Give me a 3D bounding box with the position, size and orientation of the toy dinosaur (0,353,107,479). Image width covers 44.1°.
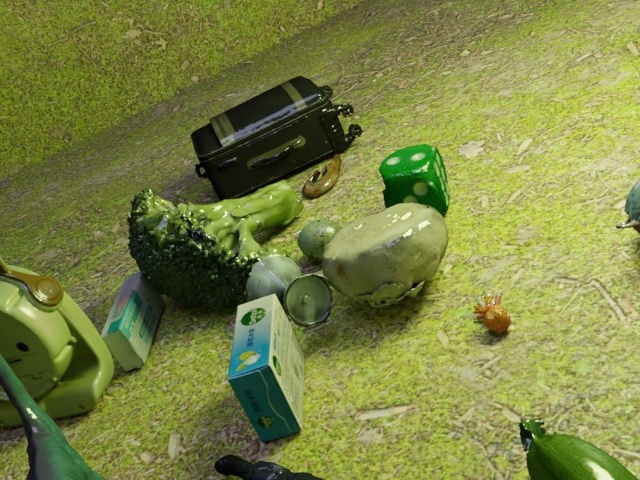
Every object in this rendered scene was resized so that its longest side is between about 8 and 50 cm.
[{"bbox_3d":[-0.390,0.318,1.086,0.129,0.330,0.383,-30,26,-7],"label":"toy dinosaur"}]

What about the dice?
[{"bbox_3d":[0.193,-0.112,1.605,0.120,0.128,0.131,-11,29,21],"label":"dice"}]

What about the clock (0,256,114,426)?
[{"bbox_3d":[-0.575,0.180,1.458,0.286,0.348,0.117,-14,29,20],"label":"clock"}]

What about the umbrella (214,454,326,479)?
[{"bbox_3d":[-0.063,0.333,1.087,0.248,0.071,0.071,11,43,46],"label":"umbrella"}]

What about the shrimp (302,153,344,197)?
[{"bbox_3d":[0.008,-0.155,1.938,0.095,0.045,0.162,-28,24,42],"label":"shrimp"}]

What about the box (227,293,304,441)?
[{"bbox_3d":[-0.082,0.199,1.259,0.073,0.139,0.194,-19,27,10],"label":"box"}]

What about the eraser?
[{"bbox_3d":[-0.378,0.160,1.608,0.052,0.095,0.225,-24,26,13],"label":"eraser"}]

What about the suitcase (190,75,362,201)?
[{"bbox_3d":[-0.134,-0.277,2.091,0.434,0.194,0.283,-27,27,-2],"label":"suitcase"}]

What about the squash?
[{"bbox_3d":[0.312,0.302,0.811,0.101,0.101,0.378,-27,26,-6],"label":"squash"}]

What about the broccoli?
[{"bbox_3d":[-0.235,-0.026,1.697,0.353,0.274,0.397,22,41,-6],"label":"broccoli"}]

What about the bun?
[{"bbox_3d":[0.121,0.031,1.395,0.239,0.141,0.239,-26,17,9],"label":"bun"}]

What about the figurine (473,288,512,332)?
[{"bbox_3d":[0.267,0.108,1.253,0.064,0.047,0.109,-50,17,13],"label":"figurine"}]

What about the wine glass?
[{"bbox_3d":[-0.051,0.091,1.415,0.122,0.122,0.183,-34,18,-18],"label":"wine glass"}]

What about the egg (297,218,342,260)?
[{"bbox_3d":[0.000,0.000,1.607,0.110,0.085,0.085,-13,28,37],"label":"egg"}]

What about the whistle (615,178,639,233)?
[{"bbox_3d":[0.611,-0.076,1.228,0.346,0.133,0.142,-18,-14,-10],"label":"whistle"}]
